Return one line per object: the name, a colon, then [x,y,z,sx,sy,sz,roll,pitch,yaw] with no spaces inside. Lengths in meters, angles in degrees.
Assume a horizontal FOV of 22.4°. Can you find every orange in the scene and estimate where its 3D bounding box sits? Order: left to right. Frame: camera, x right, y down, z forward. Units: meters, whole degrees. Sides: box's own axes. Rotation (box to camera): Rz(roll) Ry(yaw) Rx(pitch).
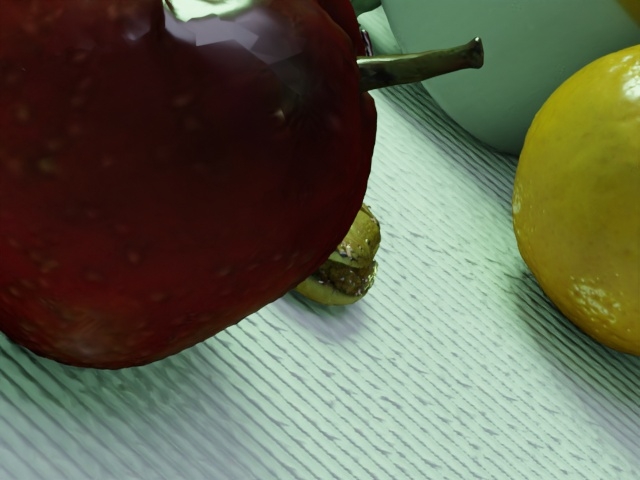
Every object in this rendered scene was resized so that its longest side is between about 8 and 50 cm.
orange: [0.233,-0.026,1.030,0.219,0.219,0.193,-114,180,-46]

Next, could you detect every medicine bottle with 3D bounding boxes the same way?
medicine bottle: [0.197,-0.211,1.190,0.238,0.232,0.237,26,51,-37]

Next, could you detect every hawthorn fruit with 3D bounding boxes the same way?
hawthorn fruit: [-0.058,-0.057,0.741,0.266,0.210,0.230,-6,16,1]

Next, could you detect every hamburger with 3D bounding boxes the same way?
hamburger: [0.000,0.000,0.914,0.076,0.044,0.083,31,25,-1]

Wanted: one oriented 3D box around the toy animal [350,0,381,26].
toy animal: [-0.029,-0.211,1.175,0.225,0.094,0.121,7,47,-59]
